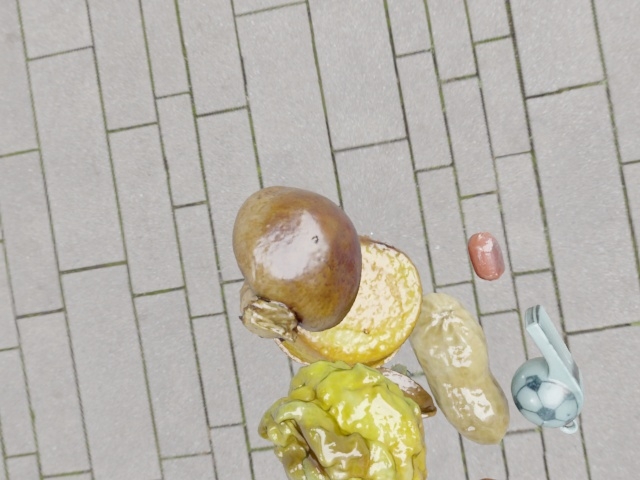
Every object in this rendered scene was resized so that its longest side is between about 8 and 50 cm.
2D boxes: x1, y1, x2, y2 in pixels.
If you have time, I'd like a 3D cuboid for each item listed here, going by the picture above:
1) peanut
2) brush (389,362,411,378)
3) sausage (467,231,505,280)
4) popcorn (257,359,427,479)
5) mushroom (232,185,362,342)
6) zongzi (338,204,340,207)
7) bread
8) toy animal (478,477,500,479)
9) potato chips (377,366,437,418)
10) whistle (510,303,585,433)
[{"bbox_3d":[0.340,0.306,1.327,0.169,0.192,0.387,-19,81,-27],"label":"peanut"},{"bbox_3d":[0.178,0.410,1.387,0.068,0.297,0.060,2,121,19],"label":"brush"},{"bbox_3d":[0.311,0.028,1.018,0.059,0.054,0.094,-22,97,-30],"label":"sausage"},{"bbox_3d":[0.026,0.233,0.608,0.197,0.155,0.198,22,128,30],"label":"popcorn"},{"bbox_3d":[-0.039,0.044,0.969,0.263,0.195,0.283,31,75,-38],"label":"mushroom"},{"bbox_3d":[0.000,0.000,1.615,0.189,0.081,0.178,-18,54,42],"label":"zongzi"},{"bbox_3d":[0.050,0.122,1.238,0.358,0.204,0.337,14,71,-7],"label":"bread"},{"bbox_3d":[0.261,0.531,0.917,0.191,0.338,0.216,1,81,43],"label":"toy animal"},{"bbox_3d":[0.174,0.370,1.303,0.201,0.150,0.049,19,111,-11],"label":"potato chips"},{"bbox_3d":[0.478,0.299,1.190,0.163,0.163,0.290,-32,94,5],"label":"whistle"}]
